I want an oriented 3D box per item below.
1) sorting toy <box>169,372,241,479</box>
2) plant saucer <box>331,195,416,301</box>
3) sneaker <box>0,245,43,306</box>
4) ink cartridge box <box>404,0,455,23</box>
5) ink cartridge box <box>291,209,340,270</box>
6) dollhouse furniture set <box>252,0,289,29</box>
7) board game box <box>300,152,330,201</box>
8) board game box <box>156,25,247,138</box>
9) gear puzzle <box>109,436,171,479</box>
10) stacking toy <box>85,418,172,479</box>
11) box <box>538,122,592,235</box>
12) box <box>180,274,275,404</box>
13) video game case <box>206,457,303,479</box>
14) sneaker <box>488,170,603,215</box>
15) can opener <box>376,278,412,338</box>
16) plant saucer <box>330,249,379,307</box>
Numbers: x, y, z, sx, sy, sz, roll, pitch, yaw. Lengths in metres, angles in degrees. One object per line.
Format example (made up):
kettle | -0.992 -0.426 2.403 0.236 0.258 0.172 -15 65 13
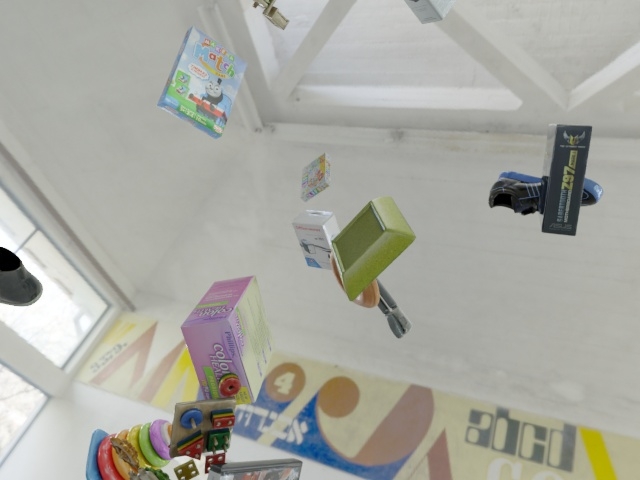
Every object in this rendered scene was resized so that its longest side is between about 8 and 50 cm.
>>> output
sorting toy | -0.249 0.418 1.086 0.132 0.046 0.275 2 -71 -26
plant saucer | 0.091 0.002 1.053 0.045 0.188 0.188 35 -71 -26
sneaker | -0.616 0.050 0.889 0.221 0.083 0.118 5 -37 -8
ink cartridge box | 0.219 -0.570 1.063 0.175 0.127 0.072 38 -7 -31
ink cartridge box | 0.000 0.000 1.737 0.139 0.082 0.191 7 -50 39
dollhouse furniture set | -0.164 -0.641 1.261 0.161 0.101 0.182 39 9 32
board game box | -0.015 -0.203 1.618 0.103 0.154 0.026 -32 -54 27
board game box | -0.278 -0.376 1.215 0.160 0.212 0.039 27 -20 -35
gear puzzle | -0.335 0.546 1.101 0.339 0.044 0.175 48 -42 -3
stacking toy | -0.417 0.514 1.277 0.301 0.166 0.175 -31 -55 5
box | 0.442 -0.121 0.932 0.059 0.232 0.184 7 -74 19
box | -0.210 0.234 1.215 0.117 0.243 0.214 -10 -72 9
video game case | -0.148 0.578 1.024 0.035 0.249 0.274 3 -15 35
sneaker | 0.486 -0.093 1.117 0.232 0.090 0.081 12 -30 44
can opener | 0.267 0.262 2.045 0.074 0.280 0.093 -40 -21 15
plant saucer | 0.081 0.091 1.322 0.200 0.037 0.200 51 -23 31
